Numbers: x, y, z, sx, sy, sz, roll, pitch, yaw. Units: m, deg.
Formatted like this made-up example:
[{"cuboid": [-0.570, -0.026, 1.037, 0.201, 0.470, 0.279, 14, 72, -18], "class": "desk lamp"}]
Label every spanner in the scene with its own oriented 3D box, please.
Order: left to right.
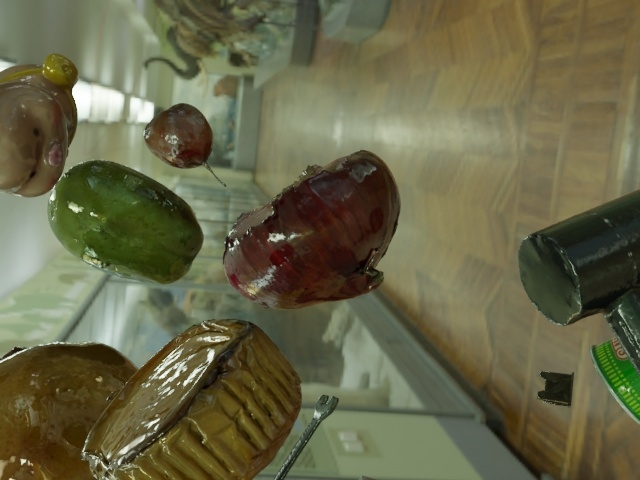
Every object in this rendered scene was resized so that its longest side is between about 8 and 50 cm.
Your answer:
[{"cuboid": [-0.048, 0.367, 1.412, 0.254, 0.015, 0.054, -57, 24, -6], "class": "spanner"}]

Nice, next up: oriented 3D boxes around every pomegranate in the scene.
[{"cuboid": [-0.448, 0.352, 1.398, 0.417, 0.417, 0.416, -175, 90, -82], "class": "pomegranate"}]

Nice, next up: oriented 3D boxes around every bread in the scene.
[{"cuboid": [-0.107, 0.157, 0.730, 0.199, 0.104, 0.199, -37, 17, 13], "class": "bread"}]

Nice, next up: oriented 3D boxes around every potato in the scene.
[{"cuboid": [-0.378, -0.033, 1.630, 0.216, 0.304, 0.215, -42, 37, 44], "class": "potato"}]

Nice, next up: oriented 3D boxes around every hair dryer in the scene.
[{"cuboid": [0.400, 0.087, 0.950, 0.116, 0.244, 0.302, 115, 133, -67], "class": "hair dryer"}]

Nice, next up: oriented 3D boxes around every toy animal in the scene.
[{"cuboid": [-0.380, -0.149, 1.064, 0.248, 0.149, 0.165, -82, -6, -68], "class": "toy animal"}]

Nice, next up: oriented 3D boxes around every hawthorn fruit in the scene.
[{"cuboid": [-0.134, -0.093, 0.859, 0.103, 0.067, 0.066, 50, 155, 16], "class": "hawthorn fruit"}]

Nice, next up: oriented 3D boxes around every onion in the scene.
[{"cuboid": [-0.009, -0.007, 0.994, 0.248, 0.248, 0.161, -152, 45, -81], "class": "onion"}]

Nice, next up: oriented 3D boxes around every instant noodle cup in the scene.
[{"cuboid": [0.698, 0.232, 1.672, 0.233, 0.207, 0.207, -41, 28, 22], "class": "instant noodle cup"}]

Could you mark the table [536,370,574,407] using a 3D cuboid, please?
[{"cuboid": [0.585, 0.367, 2.085, 0.070, 0.082, 0.083, 48, -130, -70], "class": "table"}]

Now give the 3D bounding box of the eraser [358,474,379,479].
[{"cuboid": [0.086, 0.468, 1.380, 0.023, 0.104, 0.150, -114, 46, -71], "class": "eraser"}]
